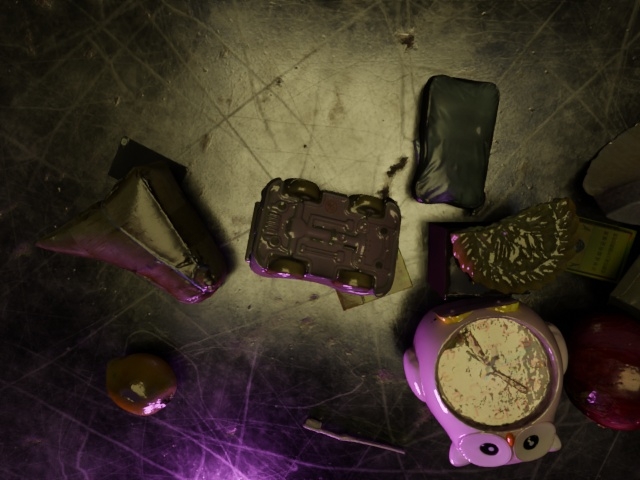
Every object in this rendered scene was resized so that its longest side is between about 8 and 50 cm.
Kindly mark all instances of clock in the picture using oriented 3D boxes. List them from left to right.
[{"bbox_3d":[0.396,0.326,1.016,0.369,0.250,0.375,-13,90,6],"label":"clock"}]

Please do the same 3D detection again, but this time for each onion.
[{"bbox_3d":[0.681,0.299,0.991,0.277,0.276,0.275,0,97,2],"label":"onion"}]

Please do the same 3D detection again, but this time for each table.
[{"bbox_3d":[0.376,0.045,1.020,0.194,0.169,0.172,-1,97,1],"label":"table"}]

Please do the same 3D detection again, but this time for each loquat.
[{"bbox_3d":[-0.475,0.373,1.116,0.195,0.152,0.152,31,98,6],"label":"loquat"}]

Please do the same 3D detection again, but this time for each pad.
[{"bbox_3d":[-0.453,-0.181,1.110,0.193,0.004,0.116,28,98,-2],"label":"pad"}]

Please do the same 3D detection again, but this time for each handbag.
[{"bbox_3d":[0.329,-0.230,1.028,0.192,0.075,0.331,5,93,-10],"label":"handbag"}]

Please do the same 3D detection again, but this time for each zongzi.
[{"bbox_3d":[-0.459,0.047,1.056,0.393,0.174,0.355,-31,99,7],"label":"zongzi"}]

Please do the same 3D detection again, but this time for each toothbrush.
[{"bbox_3d":[0.094,0.549,1.169,0.295,0.026,0.028,19,83,0],"label":"toothbrush"}]

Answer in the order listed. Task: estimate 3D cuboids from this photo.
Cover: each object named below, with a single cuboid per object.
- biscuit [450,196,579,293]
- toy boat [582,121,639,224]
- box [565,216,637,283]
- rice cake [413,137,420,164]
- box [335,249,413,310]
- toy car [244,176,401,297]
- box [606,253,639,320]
[{"bbox_3d":[0.435,0.025,0.912,0.274,0.036,0.187,-21,96,4],"label":"biscuit"},{"bbox_3d":[0.761,-0.153,0.974,0.276,0.293,0.111,-19,137,19],"label":"toy boat"},{"bbox_3d":[0.645,0.013,1.058,0.220,0.064,0.140,15,99,2],"label":"box"},{"bbox_3d":[0.257,-0.197,1.067,0.022,0.021,0.120,-13,96,-6],"label":"rice cake"},{"bbox_3d":[0.129,0.096,1.107,0.193,0.030,0.121,-21,96,4],"label":"box"},{"bbox_3d":[0.000,0.000,1.027,0.337,0.226,0.241,11,79,-15],"label":"toy car"},{"bbox_3d":[0.811,0.087,0.980,0.149,0.155,0.231,37,93,35],"label":"box"}]
